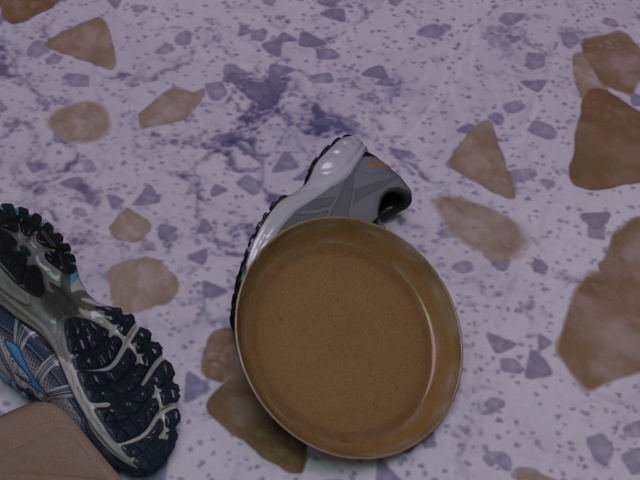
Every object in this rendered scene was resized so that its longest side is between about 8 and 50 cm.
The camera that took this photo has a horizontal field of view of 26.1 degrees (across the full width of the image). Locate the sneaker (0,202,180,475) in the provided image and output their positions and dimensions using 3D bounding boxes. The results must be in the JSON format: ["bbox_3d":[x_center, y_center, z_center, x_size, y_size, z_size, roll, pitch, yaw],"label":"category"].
[{"bbox_3d":[-0.240,0.104,1.283,0.283,0.122,0.110,53,38,9],"label":"sneaker"}]

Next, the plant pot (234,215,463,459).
[{"bbox_3d":[0.025,0.093,1.309,0.236,0.032,0.236,9,67,-22],"label":"plant pot"}]

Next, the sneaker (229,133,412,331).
[{"bbox_3d":[0.000,0.000,1.396,0.108,0.100,0.271,33,54,11],"label":"sneaker"}]

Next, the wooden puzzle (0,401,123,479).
[{"bbox_3d":[-0.234,0.305,1.055,0.348,0.080,0.322,43,35,18],"label":"wooden puzzle"}]
